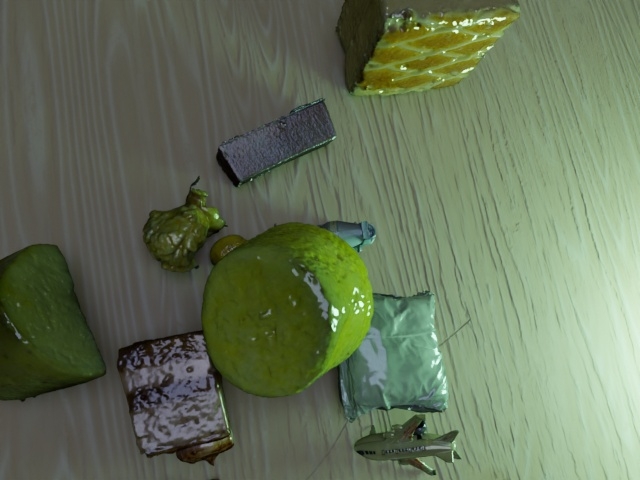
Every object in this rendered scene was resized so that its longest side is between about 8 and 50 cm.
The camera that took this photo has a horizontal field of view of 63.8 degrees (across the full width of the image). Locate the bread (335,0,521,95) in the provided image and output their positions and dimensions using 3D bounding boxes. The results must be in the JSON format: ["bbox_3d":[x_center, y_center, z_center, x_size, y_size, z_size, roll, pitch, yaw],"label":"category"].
[{"bbox_3d":[0.263,-0.590,1.368,0.390,0.371,0.279,-13,78,-14],"label":"bread"}]

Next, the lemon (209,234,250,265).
[{"bbox_3d":[-0.218,0.027,1.259,0.111,0.082,0.082,-27,82,-10],"label":"lemon"}]

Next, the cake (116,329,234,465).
[{"bbox_3d":[-0.300,0.346,1.107,0.199,0.196,0.293,-13,83,-13],"label":"cake"}]

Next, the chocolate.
[{"bbox_3d":[-0.106,-0.253,1.346,0.321,0.112,0.112,-29,91,-17],"label":"chocolate"}]

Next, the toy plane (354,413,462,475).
[{"bbox_3d":[0.201,0.475,1.202,0.244,0.229,0.092,-2,36,17],"label":"toy plane"}]

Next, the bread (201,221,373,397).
[{"bbox_3d":[-0.071,0.147,1.074,0.348,0.308,0.348,2,100,13],"label":"bread"}]

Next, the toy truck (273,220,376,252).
[{"bbox_3d":[0.000,0.000,1.280,0.257,0.140,0.108,-5,77,-13],"label":"toy truck"}]

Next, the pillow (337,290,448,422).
[{"bbox_3d":[0.171,0.271,1.246,0.283,0.138,0.310,-3,73,-13],"label":"pillow"}]

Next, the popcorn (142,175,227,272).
[{"bbox_3d":[-0.316,-0.026,1.206,0.195,0.168,0.173,-36,108,-16],"label":"popcorn"}]

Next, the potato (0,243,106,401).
[{"bbox_3d":[-0.640,0.185,1.015,0.280,0.213,0.330,-34,69,10],"label":"potato"}]

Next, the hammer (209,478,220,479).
[{"bbox_3d":[-0.236,0.572,1.134,0.043,0.043,0.083,-1,77,-12],"label":"hammer"}]
